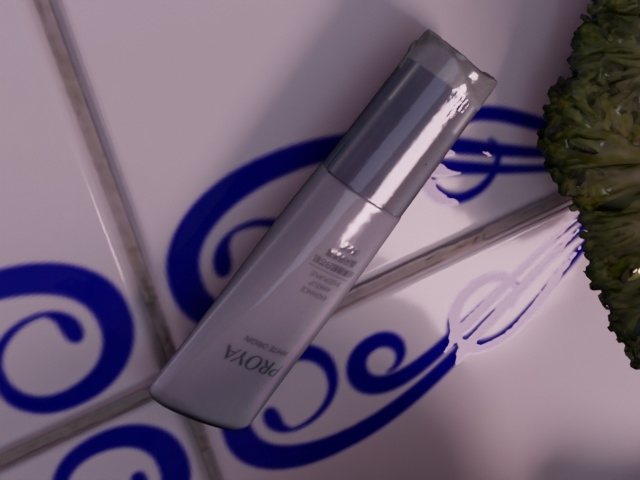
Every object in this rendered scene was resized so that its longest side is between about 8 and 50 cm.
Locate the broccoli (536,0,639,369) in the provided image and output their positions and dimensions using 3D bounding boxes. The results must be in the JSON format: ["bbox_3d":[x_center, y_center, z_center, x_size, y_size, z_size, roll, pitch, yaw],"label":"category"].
[{"bbox_3d":[0.264,-0.052,0.534,0.221,0.361,0.252,14,78,-16],"label":"broccoli"}]

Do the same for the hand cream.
[{"bbox_3d":[0.000,0.000,0.599,0.079,0.048,0.255,28,102,-38],"label":"hand cream"}]
